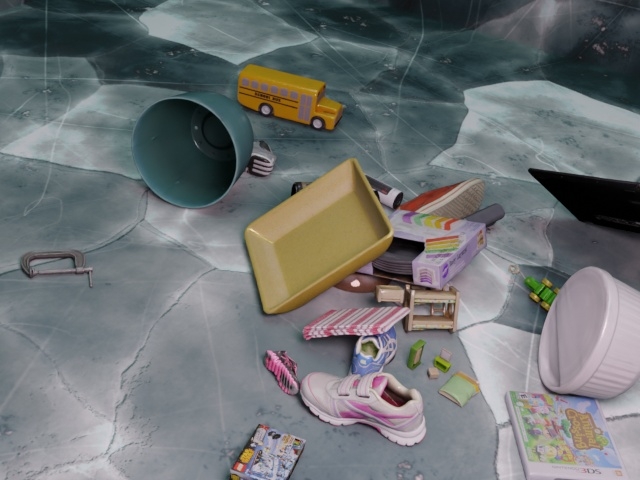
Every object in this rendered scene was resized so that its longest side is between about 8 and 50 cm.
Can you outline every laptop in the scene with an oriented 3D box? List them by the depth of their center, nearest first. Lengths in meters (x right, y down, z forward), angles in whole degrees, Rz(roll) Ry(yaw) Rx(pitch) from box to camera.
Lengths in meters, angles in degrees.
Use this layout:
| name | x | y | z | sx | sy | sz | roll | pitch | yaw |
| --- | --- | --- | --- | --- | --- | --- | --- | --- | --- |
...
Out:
| name | x | y | z | sx | sy | sz | roll | pitch | yaw |
| --- | --- | --- | --- | --- | --- | --- | --- | --- | --- |
| laptop | 0.843 | -0.146 | 2.054 | 0.408 | 0.236 | 0.382 | 35 | -8 | -28 |

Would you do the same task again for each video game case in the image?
| name | x | y | z | sx | sy | sz | roll | pitch | yaw |
| --- | --- | --- | --- | --- | --- | --- | --- | --- | --- |
| video game case | 0.471 | 0.380 | 1.516 | 0.194 | 0.023 | 0.212 | 6 | 34 | -4 |

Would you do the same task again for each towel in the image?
| name | x | y | z | sx | sy | sz | roll | pitch | yaw |
| --- | --- | --- | --- | --- | --- | --- | --- | --- | --- |
| towel | 0.077 | 0.171 | 1.638 | 0.197 | 0.029 | 0.144 | -5 | 10 | 28 |

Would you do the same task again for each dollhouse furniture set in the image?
| name | x | y | z | sx | sy | sz | roll | pitch | yaw |
| --- | --- | --- | --- | --- | --- | --- | --- | --- | --- |
| dollhouse furniture set | 0.254 | 0.265 | 1.604 | 0.152 | 0.058 | 0.076 | 30 | 40 | 28 |
| dollhouse furniture set | 0.201 | 0.143 | 1.775 | 0.182 | 0.101 | 0.161 | 3 | 10 | -8 |

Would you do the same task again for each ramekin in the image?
| name | x | y | z | sx | sy | sz | roll | pitch | yaw |
| --- | --- | --- | --- | --- | --- | --- | --- | --- | --- |
| ramekin | 0.566 | 0.198 | 1.604 | 0.127 | 0.272 | 0.272 | 20 | 34 | -6 |

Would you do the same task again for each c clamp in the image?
| name | x | y | z | sx | sy | sz | roll | pitch | yaw |
| --- | --- | --- | --- | --- | --- | --- | --- | --- | --- |
| c clamp | -0.589 | 0.057 | 1.756 | 0.161 | 0.022 | 0.137 | 0 | 35 | -13 |

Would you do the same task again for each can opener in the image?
| name | x | y | z | sx | sy | sz | roll | pitch | yaw |
| --- | --- | --- | --- | --- | --- | --- | --- | --- | --- |
| can opener | 0.391 | -0.012 | 2.051 | 0.283 | 0.076 | 0.095 | -23 | 77 | -38 |

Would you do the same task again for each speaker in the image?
| name | x | y | z | sx | sy | sz | roll | pitch | yaw |
| --- | --- | --- | --- | --- | --- | --- | --- | --- | --- |
| speaker | 0.162 | -0.137 | 2.178 | 0.136 | 0.055 | 0.055 | 30 | 39 | 27 |

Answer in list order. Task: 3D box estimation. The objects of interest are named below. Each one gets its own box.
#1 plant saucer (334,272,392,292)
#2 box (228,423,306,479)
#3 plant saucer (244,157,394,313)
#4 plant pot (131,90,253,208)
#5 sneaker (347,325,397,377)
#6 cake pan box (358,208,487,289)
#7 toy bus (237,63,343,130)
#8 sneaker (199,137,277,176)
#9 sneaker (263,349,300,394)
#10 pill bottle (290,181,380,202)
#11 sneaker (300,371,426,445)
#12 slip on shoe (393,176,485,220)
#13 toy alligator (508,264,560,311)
| name | x | y | z | sx | sy | sz | roll | pitch | yaw |
| --- | --- | --- | --- | --- | --- | --- | --- | --- | --- |
| plant saucer | 0.083 | 0.053 | 1.899 | 0.199 | 0.036 | 0.198 | 6 | 35 | -4 |
| box | -0.091 | 0.382 | 1.368 | 0.094 | 0.027 | 0.137 | 17 | 26 | 11 |
| plant saucer | 0.000 | 0.000 | 1.805 | 0.333 | 0.081 | 0.332 | -33 | 38 | 9 |
| plant pot | -0.308 | -0.260 | 2.065 | 0.293 | 0.292 | 0.235 | 17 | 27 | 12 |
| sneaker | 0.116 | 0.218 | 1.623 | 0.080 | 0.081 | 0.211 | 14 | 33 | 10 |
| cake pan box | 0.225 | 0.017 | 1.841 | 0.246 | 0.070 | 0.267 | 10 | 29 | 34 |
| toy bus | -0.094 | -0.460 | 2.525 | 0.333 | 0.130 | 0.108 | 16 | 35 | 11 |
| sneaker | -0.231 | -0.258 | 2.255 | 0.229 | 0.086 | 0.132 | 23 | 31 | 4 |
| sneaker | -0.064 | 0.258 | 1.564 | 0.057 | 0.047 | 0.119 | -2 | 35 | -36 |
| pill bottle | 0.037 | -0.087 | 2.015 | 0.219 | 0.122 | 0.122 | 1 | 35 | -10 |
| sneaker | 0.086 | 0.291 | 1.483 | 0.252 | 0.111 | 0.103 | 14 | 34 | 8 |
| slip on shoe | 0.325 | -0.099 | 2.110 | 0.331 | 0.123 | 0.101 | -25 | 43 | -33 |
| toy alligator | 0.530 | 0.120 | 1.889 | 0.051 | 0.056 | 0.190 | 36 | 6 | -47 |
